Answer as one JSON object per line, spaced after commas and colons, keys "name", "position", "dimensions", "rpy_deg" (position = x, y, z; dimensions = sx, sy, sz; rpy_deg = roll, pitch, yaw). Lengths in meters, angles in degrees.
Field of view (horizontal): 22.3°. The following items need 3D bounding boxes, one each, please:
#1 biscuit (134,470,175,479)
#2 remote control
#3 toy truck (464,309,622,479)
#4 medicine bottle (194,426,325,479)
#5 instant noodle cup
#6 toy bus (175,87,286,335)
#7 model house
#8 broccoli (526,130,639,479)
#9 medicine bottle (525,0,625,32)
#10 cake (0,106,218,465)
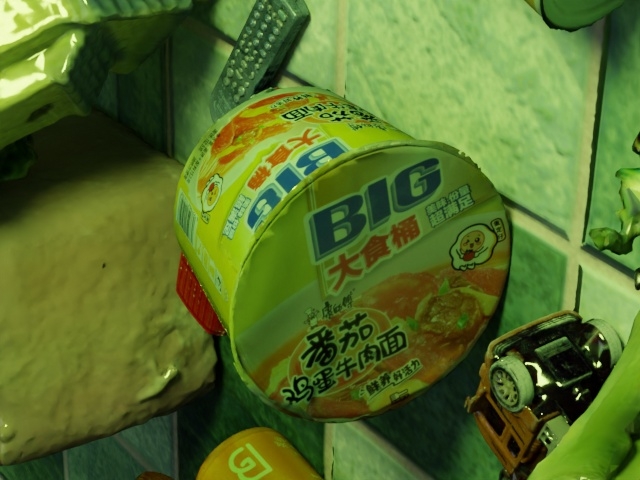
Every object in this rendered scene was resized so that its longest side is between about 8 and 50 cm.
{"name": "biscuit", "position": [-0.083, 0.260, 1.369], "dimensions": [0.188, 0.027, 0.188], "rpy_deg": [42, -179, -1]}
{"name": "remote control", "position": [-0.049, -0.137, 1.229], "dimensions": [0.043, 0.027, 0.152], "rpy_deg": [65, 147, 25]}
{"name": "toy truck", "position": [0.167, 0.140, 0.961], "dimensions": [0.192, 0.083, 0.092], "rpy_deg": [55, 150, 26]}
{"name": "medicine bottle", "position": [-0.016, 0.240, 1.289], "dimensions": [0.192, 0.096, 0.096], "rpy_deg": [43, 138, 41]}
{"name": "instant noodle cup", "position": [0.000, 0.000, 1.063], "dimensions": [0.153, 0.205, 0.205], "rpy_deg": [42, 138, 50]}
{"name": "toy bus", "position": [-0.049, -0.021, 1.221], "dimensions": [0.081, 0.089, 0.195], "rpy_deg": [50, 142, 33]}
{"name": "model house", "position": [-0.243, -0.222, 1.284], "dimensions": [0.321, 0.266, 0.261], "rpy_deg": [61, 178, 9]}
{"name": "broccoli", "position": [0.204, 0.026, 0.683], "dimensions": [0.198, 0.275, 0.177], "rpy_deg": [-35, 98, 37]}
{"name": "medicine bottle", "position": [0.034, -0.285, 0.948], "dimensions": [0.426, 0.108, 0.108], "rpy_deg": [52, 143, 30]}
{"name": "cake", "position": [-0.254, 0.031, 1.450], "dimensions": [0.309, 0.230, 0.237], "rpy_deg": [29, 131, 49]}
